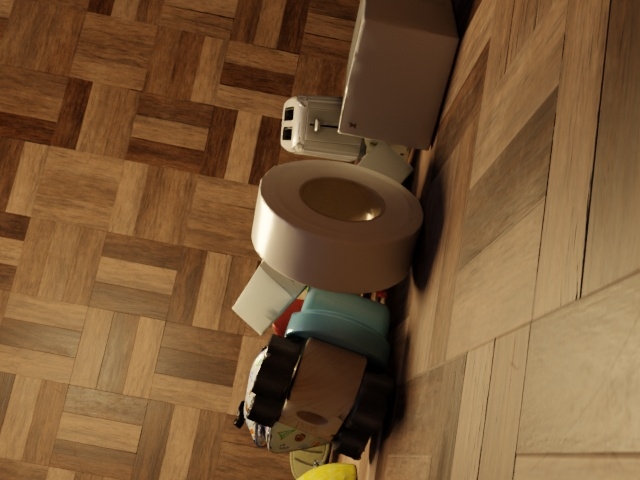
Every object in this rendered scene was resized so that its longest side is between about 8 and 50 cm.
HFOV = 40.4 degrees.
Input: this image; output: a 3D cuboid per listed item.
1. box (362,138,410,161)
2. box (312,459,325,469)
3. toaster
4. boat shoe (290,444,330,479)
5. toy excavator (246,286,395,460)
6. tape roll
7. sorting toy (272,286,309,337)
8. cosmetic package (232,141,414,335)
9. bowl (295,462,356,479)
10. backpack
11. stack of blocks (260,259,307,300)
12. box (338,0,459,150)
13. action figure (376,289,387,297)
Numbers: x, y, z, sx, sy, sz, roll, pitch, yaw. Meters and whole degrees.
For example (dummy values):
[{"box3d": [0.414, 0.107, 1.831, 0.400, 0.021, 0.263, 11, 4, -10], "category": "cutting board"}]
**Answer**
[{"box3d": [0.142, -0.290, 1.896, 0.232, 0.126, 0.149, -83, 4, -54], "category": "box"}, {"box3d": [-0.010, 0.654, 2.266, 0.094, 0.027, 0.137, -148, 68, -77], "category": "box"}, {"box3d": [0.005, -0.230, 1.759, 0.227, 0.146, 0.129, -145, 61, -76], "category": "toaster"}, {"box3d": [-0.010, 0.507, 2.376, 0.103, 0.113, 0.303, 23, -105, -71], "category": "boat shoe"}, {"box3d": [0.035, 0.170, 1.639, 0.433, 0.222, 0.445, 108, -178, -61], "category": "toy excavator"}, {"box3d": [0.027, -0.031, 1.475, 0.286, 0.286, 0.100, -82, 4, -58], "category": "tape roll"}, {"box3d": [-0.005, 0.134, 1.981, 0.366, 0.127, 0.126, -55, -8, -41], "category": "sorting toy"}, {"box3d": [0.000, 0.000, 1.748, 0.377, 0.097, 0.284, -46, -4, -26], "category": "cosmetic package"}, {"box3d": [-0.032, 0.573, 1.708, 0.289, 0.156, 0.290, -169, 90, -87], "category": "bowl"}, {"box3d": [-0.063, 0.383, 2.156, 0.213, 0.276, 0.264, -135, 41, -55], "category": "backpack"}, {"box3d": [-0.010, 0.077, 2.123, 0.297, 0.087, 0.171, 52, -133, -40], "category": "stack of blocks"}, {"box3d": [0.142, -0.346, 1.615, 0.345, 0.168, 0.215, -81, 3, -58], "category": "box"}, {"box3d": [0.124, 0.085, 1.787, 0.115, 0.030, 0.038, -93, 8, -62], "category": "action figure"}]
